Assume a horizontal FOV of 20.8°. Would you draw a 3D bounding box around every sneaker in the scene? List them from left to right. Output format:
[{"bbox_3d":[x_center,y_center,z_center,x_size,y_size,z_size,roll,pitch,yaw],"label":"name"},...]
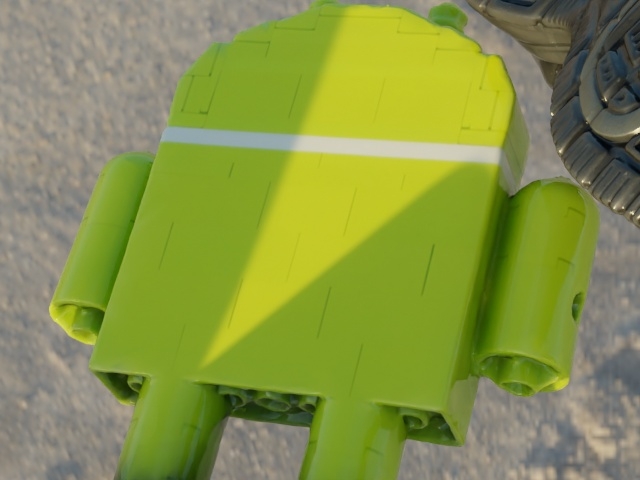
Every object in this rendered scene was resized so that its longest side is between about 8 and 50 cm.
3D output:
[{"bbox_3d":[0.149,-0.058,0.681,0.109,0.130,0.286,-39,27,14],"label":"sneaker"}]

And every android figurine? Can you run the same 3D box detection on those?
[{"bbox_3d":[0.000,0.000,0.789,0.248,0.056,0.272,3,61,20],"label":"android figurine"}]
